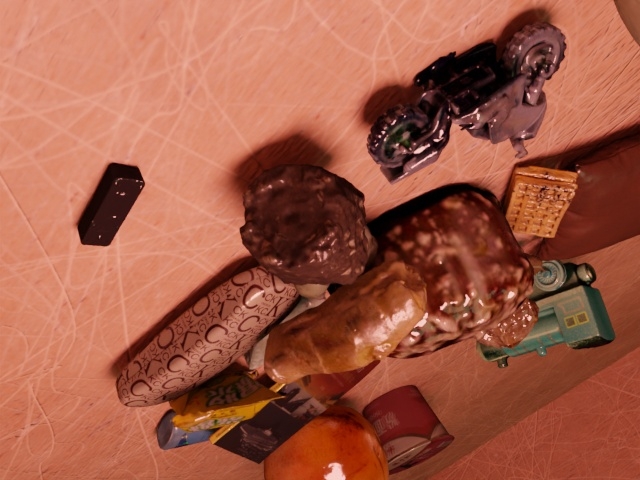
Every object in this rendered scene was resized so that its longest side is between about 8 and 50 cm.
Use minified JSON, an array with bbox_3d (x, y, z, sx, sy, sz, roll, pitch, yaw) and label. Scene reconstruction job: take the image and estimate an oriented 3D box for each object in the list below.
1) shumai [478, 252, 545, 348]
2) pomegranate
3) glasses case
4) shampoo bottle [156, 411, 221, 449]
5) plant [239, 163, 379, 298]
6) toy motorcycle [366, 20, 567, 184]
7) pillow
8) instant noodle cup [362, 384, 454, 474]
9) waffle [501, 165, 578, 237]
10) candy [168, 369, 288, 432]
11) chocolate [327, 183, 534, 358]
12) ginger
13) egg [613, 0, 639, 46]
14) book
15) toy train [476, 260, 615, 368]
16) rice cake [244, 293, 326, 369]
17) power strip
[{"bbox_3d":[0.343,0.093,1.206,0.175,0.206,0.166,-27,163,-44],"label":"shumai"},{"bbox_3d":[0.002,0.556,1.533,0.319,0.319,0.319,-19,148,-12],"label":"pomegranate"},{"bbox_3d":[-0.177,0.156,0.980,0.355,0.085,0.137,-39,153,20],"label":"glasses case"},{"bbox_3d":[-0.209,0.382,1.321,0.258,0.061,0.104,-1,140,-37],"label":"shampoo bottle"},{"bbox_3d":[0.002,0.000,0.817,0.146,0.149,0.274,14,171,15],"label":"plant"},{"bbox_3d":[0.186,-0.155,0.778,0.270,0.106,0.159,-32,143,0],"label":"toy motorcycle"},{"bbox_3d":[0.559,-0.091,1.141,0.308,0.108,0.305,-19,147,-4],"label":"pillow"},{"bbox_3d":[0.234,0.535,1.768,0.235,0.178,0.235,-20,149,-13],"label":"instant noodle cup"},{"bbox_3d":[0.365,-0.064,1.056,0.102,0.042,0.148,11,149,9],"label":"waffle"},{"bbox_3d":[-0.171,0.277,1.087,0.187,0.081,0.297,-14,176,-15],"label":"candy"},{"bbox_3d":[0.190,0.072,1.015,0.340,0.210,0.225,-25,151,-3],"label":"chocolate"},{"bbox_3d":[0.038,0.126,0.899,0.263,0.116,0.109,-29,-167,23],"label":"ginger"},{"bbox_3d":[0.415,-0.290,0.513,0.345,0.345,0.428,-26,157,-1],"label":"egg"},{"bbox_3d":[-0.039,0.335,1.340,0.374,0.028,0.262,-38,148,-5],"label":"book"},{"bbox_3d":[0.448,0.159,1.317,0.298,0.194,0.120,-28,153,37],"label":"toy train"},{"bbox_3d":[-0.065,0.158,1.115,0.124,0.038,0.211,-6,144,-31],"label":"rice cake"},{"bbox_3d":[-0.238,-0.038,0.702,0.038,0.029,0.111,8,132,-43],"label":"power strip"}]
